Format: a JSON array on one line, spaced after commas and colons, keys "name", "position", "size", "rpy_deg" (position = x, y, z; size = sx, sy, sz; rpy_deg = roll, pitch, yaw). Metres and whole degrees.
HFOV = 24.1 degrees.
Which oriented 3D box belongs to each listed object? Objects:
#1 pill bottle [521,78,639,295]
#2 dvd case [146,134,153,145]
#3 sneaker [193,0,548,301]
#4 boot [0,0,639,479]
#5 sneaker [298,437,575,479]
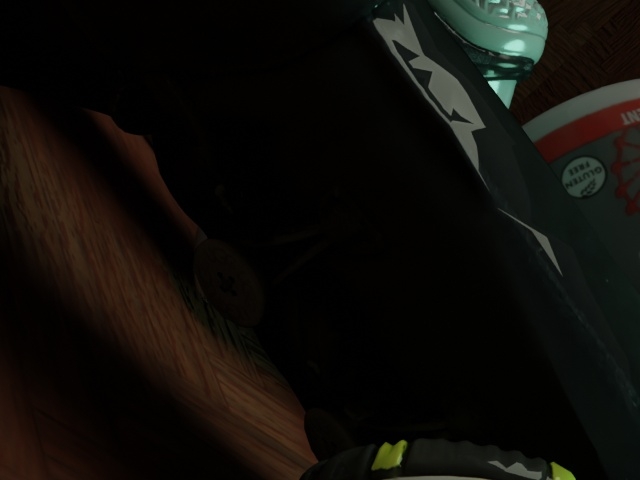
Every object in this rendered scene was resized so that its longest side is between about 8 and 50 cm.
[{"name": "pill bottle", "position": [0.233, 0.098, 0.909], "size": [0.210, 0.210, 0.363], "rpy_deg": [32, 32, -54]}, {"name": "dvd case", "position": [0.000, 0.000, 0.999], "size": [0.164, 0.018, 0.221], "rpy_deg": [-1, 45, -47]}, {"name": "sneaker", "position": [-0.069, -0.076, 0.856], "size": [0.366, 0.210, 0.137], "rpy_deg": [13, -2, 14]}, {"name": "boot", "position": [-0.004, 0.014, 0.680], "size": [0.445, 0.146, 0.367], "rpy_deg": [53, -18, -11]}, {"name": "sneaker", "position": [0.100, 0.233, 0.500], "size": [0.384, 0.145, 0.147], "rpy_deg": [45, 42, -25]}]
